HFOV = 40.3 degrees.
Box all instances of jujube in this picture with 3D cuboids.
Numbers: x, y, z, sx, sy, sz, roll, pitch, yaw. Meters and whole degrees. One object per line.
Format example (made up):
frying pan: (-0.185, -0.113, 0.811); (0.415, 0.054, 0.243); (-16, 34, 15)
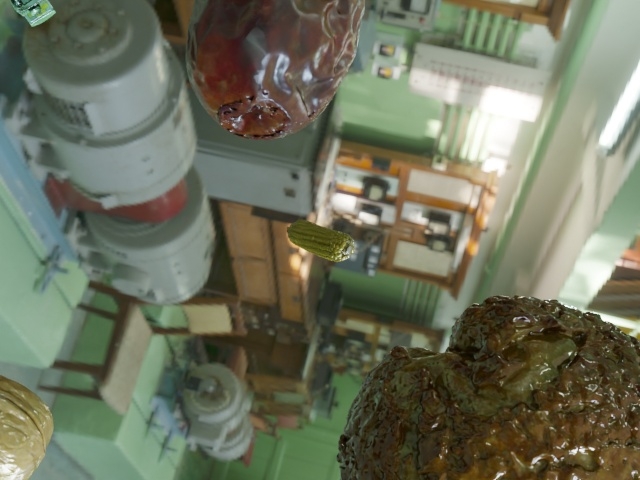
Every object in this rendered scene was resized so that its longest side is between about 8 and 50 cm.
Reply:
jujube: (-0.052, -0.230, 0.947); (0.183, 0.183, 0.243); (86, 18, -67)

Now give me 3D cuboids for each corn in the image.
corn: (0.000, 0.000, 1.017); (0.037, 0.092, 0.037); (-26, 127, -41)

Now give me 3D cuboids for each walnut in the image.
walnut: (-0.474, 0.262, 1.209); (0.165, 0.197, 0.165); (-61, 179, -3)

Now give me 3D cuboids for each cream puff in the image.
cream puff: (0.155, 0.159, 0.734); (0.303, 0.303, 0.212); (-53, 121, -74)

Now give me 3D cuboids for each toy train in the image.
toy train: (-0.330, -0.284, 0.962); (0.038, 0.093, 0.056); (-34, 172, -4)
